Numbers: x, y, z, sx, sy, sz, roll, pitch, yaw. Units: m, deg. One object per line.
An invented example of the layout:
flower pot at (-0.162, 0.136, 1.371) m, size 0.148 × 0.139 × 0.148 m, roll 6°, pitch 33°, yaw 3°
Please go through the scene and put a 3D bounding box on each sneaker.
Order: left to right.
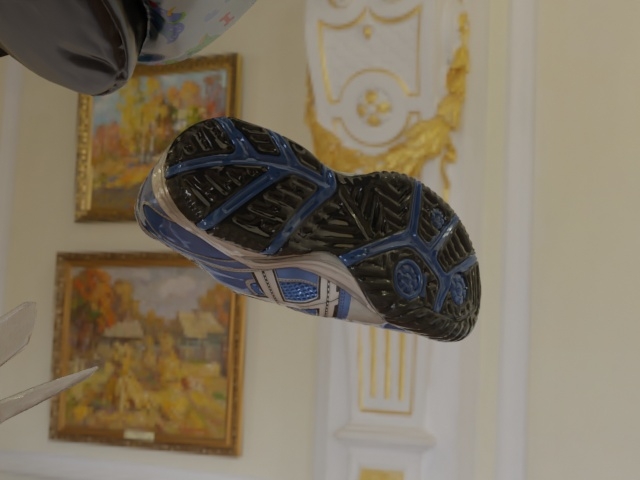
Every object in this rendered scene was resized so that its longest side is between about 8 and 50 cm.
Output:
sneaker at (0.000, 0.000, 0.490) m, size 0.211 × 0.080 × 0.081 m, roll 27°, pitch -26°, yaw -28°

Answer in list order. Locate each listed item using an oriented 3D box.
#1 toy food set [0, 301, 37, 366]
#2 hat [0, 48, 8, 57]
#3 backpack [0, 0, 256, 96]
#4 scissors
toy food set at (-0.425, 0.096, 0.762) m, size 0.305 × 0.093 × 0.220 m, roll 4°, pitch 23°, yaw 19°
hat at (-0.313, -0.339, 0.820) m, size 0.134 × 0.331 × 0.331 m, roll 33°, pitch 14°, yaw 37°
backpack at (-0.094, -0.296, 0.679) m, size 0.273 × 0.356 × 0.290 m, roll 25°, pitch -17°, yaw 1°
scissors at (-0.328, 0.164, 0.857) m, size 0.021 × 0.109 × 0.297 m, roll -11°, pitch 21°, yaw 40°
